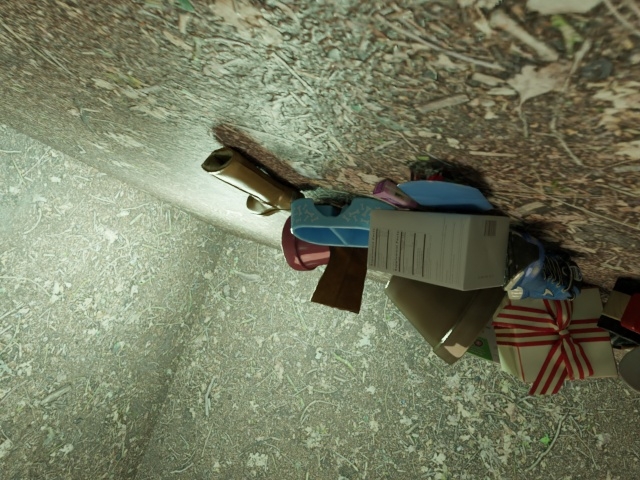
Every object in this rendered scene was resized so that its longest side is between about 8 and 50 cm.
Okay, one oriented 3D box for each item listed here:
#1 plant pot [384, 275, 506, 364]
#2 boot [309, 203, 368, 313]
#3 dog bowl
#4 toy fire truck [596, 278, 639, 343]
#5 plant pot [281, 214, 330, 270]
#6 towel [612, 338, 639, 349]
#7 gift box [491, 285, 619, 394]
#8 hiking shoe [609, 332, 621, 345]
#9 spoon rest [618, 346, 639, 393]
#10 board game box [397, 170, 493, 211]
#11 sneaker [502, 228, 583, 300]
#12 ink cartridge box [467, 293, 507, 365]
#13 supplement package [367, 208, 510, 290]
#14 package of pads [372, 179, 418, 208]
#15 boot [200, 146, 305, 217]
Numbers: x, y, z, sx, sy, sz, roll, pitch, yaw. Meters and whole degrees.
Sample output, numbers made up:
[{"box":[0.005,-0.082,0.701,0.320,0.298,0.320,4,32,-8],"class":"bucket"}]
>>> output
[{"box":[0.360,0.159,1.234,0.280,0.323,0.323,34,177,17],"class":"plant pot"},{"box":[0.026,0.049,1.191,0.264,0.281,0.096,19,172,3],"class":"boot"},{"box":[0.055,-0.040,1.042,0.297,0.074,0.166,2,159,26],"class":"dog bowl"},{"box":[0.760,0.171,0.831,0.217,0.159,0.246,23,-178,-23],"class":"toy fire truck"},{"box":[0.000,0.000,1.337,0.180,0.202,0.201,-3,162,29],"class":"plant pot"},{"box":[0.966,0.318,1.393,0.271,0.040,0.370,-2,175,-13],"class":"towel"},{"box":[0.601,0.264,1.106,0.276,0.255,0.258,-12,167,6],"class":"gift box"},{"box":[0.824,0.236,1.317,0.132,0.113,0.304,45,171,-6],"class":"hiking shoe"},{"box":[0.835,0.264,0.937,0.084,0.276,0.137,56,-174,-24],"class":"spoon rest"},{"box":[0.215,-0.087,0.687,0.133,0.033,0.168,7,172,37],"class":"board game box"},{"box":[0.461,0.055,0.847,0.147,0.130,0.330,-2,166,30],"class":"sneaker"},{"box":[0.617,0.275,1.356,0.201,0.278,0.117,15,169,30],"class":"ink cartridge box"},{"box":[0.227,0.009,0.821,0.139,0.134,0.244,0,-174,-37],"class":"supplement package"},{"box":[0.151,-0.091,0.815,0.083,0.032,0.050,22,172,-18],"class":"package of pads"},{"box":[-0.203,-0.154,1.094,0.236,0.089,0.269,-4,160,40],"class":"boot"}]
